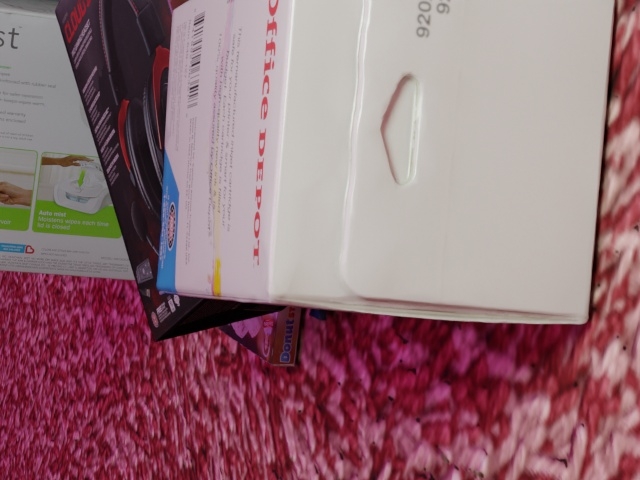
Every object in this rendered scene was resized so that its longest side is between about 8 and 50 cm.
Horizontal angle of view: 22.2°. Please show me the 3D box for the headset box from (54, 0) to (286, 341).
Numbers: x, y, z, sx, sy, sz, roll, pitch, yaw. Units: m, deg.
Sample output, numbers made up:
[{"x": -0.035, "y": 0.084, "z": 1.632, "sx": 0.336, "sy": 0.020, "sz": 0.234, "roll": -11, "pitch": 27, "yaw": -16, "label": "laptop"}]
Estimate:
[{"x": -0.078, "y": -0.104, "z": 1.105, "sx": 0.218, "sy": 0.110, "sz": 0.293, "roll": -37, "pitch": 68, "yaw": 62, "label": "headset box"}]

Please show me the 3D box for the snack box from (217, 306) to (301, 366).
[{"x": -0.050, "y": 0.052, "z": 1.286, "sx": 0.178, "sy": 0.022, "sz": 0.064, "roll": -159, "pitch": 76, "yaw": -71, "label": "snack box"}]

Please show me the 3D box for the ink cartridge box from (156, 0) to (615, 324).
[{"x": 0.023, "y": -0.047, "z": 0.861, "sx": 0.232, "sy": 0.168, "sz": 0.171, "roll": -179, "pitch": 93, "yaw": -72, "label": "ink cartridge box"}]

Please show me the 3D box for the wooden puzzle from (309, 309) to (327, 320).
[{"x": 0.000, "y": 0.000, "z": 1.167, "sx": 0.078, "sy": 0.014, "sz": 0.116, "roll": 165, "pitch": 109, "yaw": -75, "label": "wooden puzzle"}]

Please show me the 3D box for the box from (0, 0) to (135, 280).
[{"x": -0.215, "y": -0.092, "z": 1.443, "sx": 0.127, "sy": 0.261, "sz": 0.231, "roll": -136, "pitch": 52, "yaw": -67, "label": "box"}]
